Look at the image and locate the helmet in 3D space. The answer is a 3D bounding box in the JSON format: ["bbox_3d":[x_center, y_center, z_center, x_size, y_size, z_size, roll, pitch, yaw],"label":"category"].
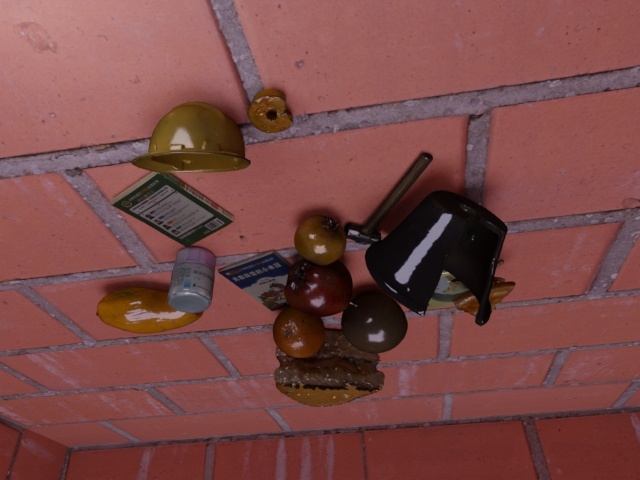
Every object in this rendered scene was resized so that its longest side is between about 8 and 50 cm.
[{"bbox_3d":[-0.278,-0.229,1.104,0.256,0.140,0.205,1,177,12],"label":"helmet"}]

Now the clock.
[{"bbox_3d":[0.439,0.118,1.646,0.307,0.096,0.235,-11,142,13],"label":"clock"}]

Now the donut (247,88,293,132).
[{"bbox_3d":[-0.111,-0.286,1.111,0.097,0.043,0.108,-6,145,5],"label":"donut"}]

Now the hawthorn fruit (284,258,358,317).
[{"bbox_3d":[0.016,0.157,1.587,0.248,0.208,0.208,35,131,-28],"label":"hawthorn fruit"}]

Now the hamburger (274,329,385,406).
[{"bbox_3d":[0.004,0.525,2.041,0.445,0.268,0.287,6,142,-18],"label":"hamburger"}]

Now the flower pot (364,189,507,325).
[{"bbox_3d":[0.330,0.017,1.347,0.379,0.379,0.251,13,116,-19],"label":"flower pot"}]

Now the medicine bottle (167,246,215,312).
[{"bbox_3d":[-0.393,0.120,1.552,0.135,0.169,0.135,-2,143,-1],"label":"medicine bottle"}]

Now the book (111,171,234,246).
[{"bbox_3d":[-0.402,-0.082,1.393,0.202,0.027,0.264,-24,139,29],"label":"book"}]

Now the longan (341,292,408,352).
[{"bbox_3d":[0.195,0.293,1.775,0.248,0.248,0.248,-1,144,-1],"label":"longan"}]

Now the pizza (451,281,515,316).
[{"bbox_3d":[0.512,0.193,1.625,0.200,0.053,0.193,-15,143,-4],"label":"pizza"}]

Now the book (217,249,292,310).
[{"bbox_3d":[-0.164,0.148,1.728,0.228,0.018,0.322,-20,140,23],"label":"book"}]

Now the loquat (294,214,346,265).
[{"bbox_3d":[0.000,0.000,1.432,0.163,0.137,0.163,10,135,11],"label":"loquat"}]

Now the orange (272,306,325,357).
[{"bbox_3d":[-0.080,0.330,1.834,0.205,0.206,0.206,-1,144,-1],"label":"orange"}]

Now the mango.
[{"bbox_3d":[-0.582,0.242,1.737,0.359,0.144,0.187,4,147,-12],"label":"mango"}]

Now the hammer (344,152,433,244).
[{"bbox_3d":[0.189,-0.108,1.379,0.111,0.044,0.365,15,139,-20],"label":"hammer"}]
